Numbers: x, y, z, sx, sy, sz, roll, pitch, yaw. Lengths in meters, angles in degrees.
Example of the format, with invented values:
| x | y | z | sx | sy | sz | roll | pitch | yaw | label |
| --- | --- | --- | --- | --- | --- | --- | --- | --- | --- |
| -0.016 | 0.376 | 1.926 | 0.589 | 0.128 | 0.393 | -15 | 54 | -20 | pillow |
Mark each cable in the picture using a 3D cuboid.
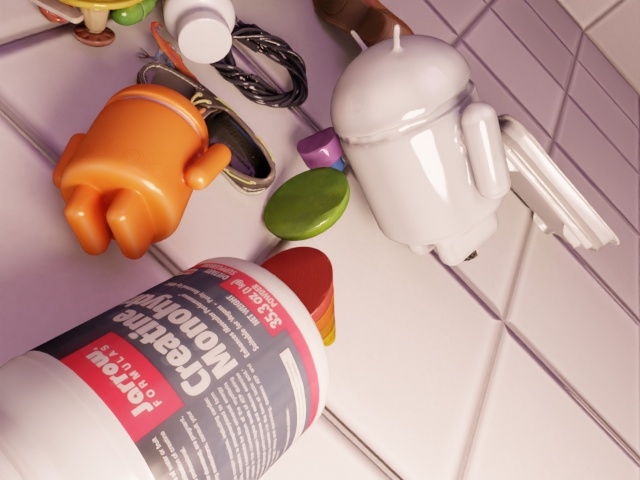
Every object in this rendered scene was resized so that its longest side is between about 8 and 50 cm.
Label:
| x | y | z | sx | sy | sz | roll | pitch | yaw | label |
| --- | --- | --- | --- | --- | --- | --- | --- | --- | --- |
| -0.097 | -0.284 | 0.863 | 0.184 | 0.047 | 0.151 | 38 | 45 | -14 | cable |

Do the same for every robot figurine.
| x | y | z | sx | sy | sz | roll | pitch | yaw | label |
| --- | --- | --- | --- | --- | --- | --- | --- | --- | --- |
| -0.195 | -0.084 | 0.586 | 0.128 | 0.158 | 0.219 | 41 | 41 | -34 | robot figurine |
| 0.140 | -0.135 | 0.768 | 0.200 | 0.300 | 0.353 | -39 | 119 | -22 | robot figurine |

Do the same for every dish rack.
| x | y | z | sx | sy | sz | roll | pitch | yaw | label |
| --- | --- | --- | --- | --- | --- | --- | --- | --- | --- |
| 0.445 | -0.111 | 1.110 | 0.333 | 0.072 | 0.285 | 47 | 10 | -4 | dish rack |

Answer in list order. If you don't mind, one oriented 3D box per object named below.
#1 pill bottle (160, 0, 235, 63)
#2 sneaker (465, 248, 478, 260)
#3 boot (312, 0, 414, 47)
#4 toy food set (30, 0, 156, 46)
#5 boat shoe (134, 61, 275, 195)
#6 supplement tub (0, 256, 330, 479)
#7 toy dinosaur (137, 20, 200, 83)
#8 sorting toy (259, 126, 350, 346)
| x | y | z | sx | sy | sz | roll | pitch | yaw | label |
| --- | --- | --- | --- | --- | --- | --- | --- | --- | --- |
| -0.182 | -0.350 | 0.784 | 0.103 | 0.103 | 0.184 | 8 | 52 | -36 | pill bottle |
| 0.223 | -0.032 | 0.949 | 0.161 | 0.057 | 0.075 | 35 | 51 | -12 | sneaker |
| 0.119 | -0.452 | 1.117 | 0.220 | 0.109 | 0.283 | 13 | 30 | -50 | boot |
| -0.299 | -0.311 | 0.708 | 0.128 | 0.071 | 0.218 | 24 | 42 | 6 | toy food set |
| -0.147 | -0.153 | 0.699 | 0.227 | 0.068 | 0.081 | 42 | 75 | -9 | boat shoe |
| -0.137 | 0.145 | 0.433 | 0.191 | 0.191 | 0.272 | 54 | 43 | 4 | supplement tub |
| -0.205 | -0.262 | 0.741 | 0.047 | 0.090 | 0.082 | -57 | 147 | -36 | toy dinosaur |
| 0.000 | 0.000 | 0.736 | 0.126 | 0.127 | 0.366 | 56 | 31 | -39 | sorting toy |
